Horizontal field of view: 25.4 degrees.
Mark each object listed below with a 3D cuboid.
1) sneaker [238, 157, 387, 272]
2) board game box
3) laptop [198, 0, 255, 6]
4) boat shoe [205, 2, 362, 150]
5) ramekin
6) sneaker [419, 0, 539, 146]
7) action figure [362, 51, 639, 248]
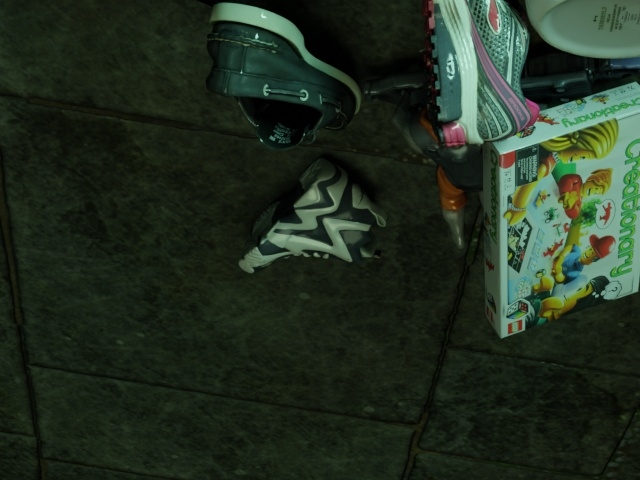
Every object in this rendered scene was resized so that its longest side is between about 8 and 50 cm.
[{"bbox_3d":[0.000,0.000,1.930,0.153,0.094,0.235,33,128,-15],"label":"sneaker"},{"bbox_3d":[0.288,-0.030,1.674,0.193,0.053,0.305,-18,135,-11],"label":"board game box"},{"bbox_3d":[-0.137,-0.367,1.489,0.264,0.136,0.234,31,167,50],"label":"laptop"},{"bbox_3d":[-0.043,-0.161,1.619,0.127,0.113,0.340,11,172,15],"label":"boat shoe"},{"bbox_3d":[0.304,-0.268,1.453,0.207,0.109,0.207,3,163,1],"label":"ramekin"},{"bbox_3d":[0.160,-0.251,1.486,0.112,0.121,0.299,-7,104,-2],"label":"sneaker"},{"bbox_3d":[0.232,-0.114,1.677,0.341,0.178,0.330,-9,148,24],"label":"action figure"}]
